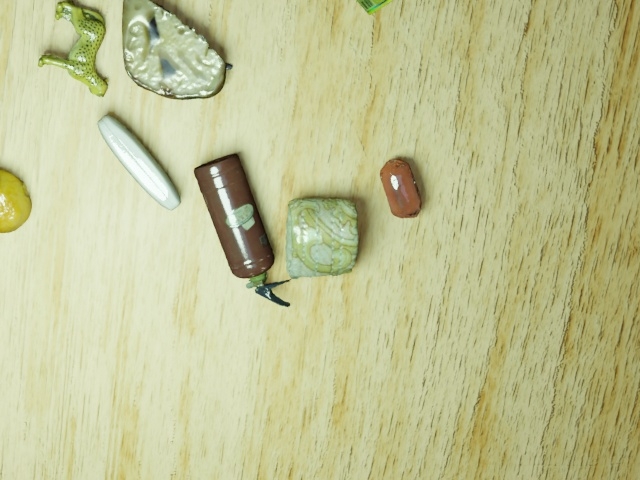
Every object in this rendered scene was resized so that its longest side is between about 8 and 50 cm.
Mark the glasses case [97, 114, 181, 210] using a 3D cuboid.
[{"bbox_3d":[-0.371,-0.159,1.504,0.059,0.092,0.233,-38,106,-2],"label":"glasses case"}]

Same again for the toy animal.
[{"bbox_3d":[-0.472,-0.392,1.460,0.136,0.073,0.181,17,85,-21],"label":"toy animal"}]

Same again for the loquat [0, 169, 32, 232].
[{"bbox_3d":[-0.652,-0.074,1.469,0.137,0.113,0.137,-6,127,-7],"label":"loquat"}]

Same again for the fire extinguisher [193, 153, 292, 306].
[{"bbox_3d":[-0.151,-0.011,1.554,0.138,0.102,0.343,-11,105,32],"label":"fire extinguisher"}]

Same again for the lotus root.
[{"bbox_3d":[-0.313,-0.377,1.483,0.261,0.074,0.170,32,97,-13],"label":"lotus root"}]

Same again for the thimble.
[{"bbox_3d":[0.000,0.000,1.577,0.144,0.137,0.190,0,112,-9],"label":"thimble"}]

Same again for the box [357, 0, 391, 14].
[{"bbox_3d":[0.152,-0.530,1.453,0.141,0.220,0.064,-42,105,1],"label":"box"}]

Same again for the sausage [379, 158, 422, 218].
[{"bbox_3d":[0.179,-0.113,1.619,0.076,0.076,0.141,-19,104,-6],"label":"sausage"}]
